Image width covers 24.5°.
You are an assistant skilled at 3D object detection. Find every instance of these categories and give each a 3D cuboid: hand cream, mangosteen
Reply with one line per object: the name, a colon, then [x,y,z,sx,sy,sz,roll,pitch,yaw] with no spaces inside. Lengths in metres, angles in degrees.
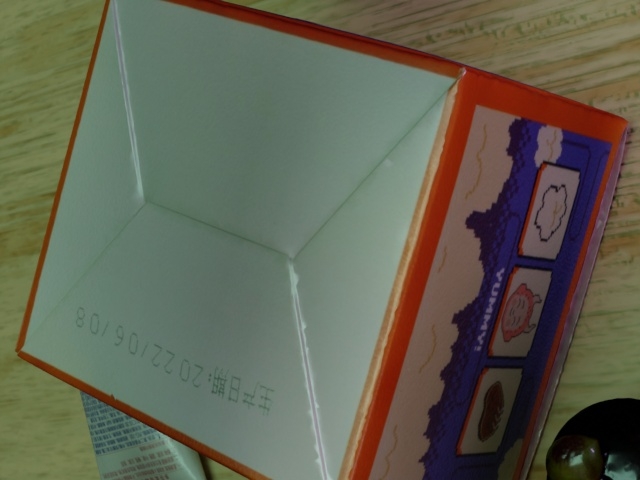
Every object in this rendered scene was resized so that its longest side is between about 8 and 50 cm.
hand cream: [-0.176,0.142,1.384,0.133,0.083,0.248,-17,86,36]
mangosteen: [0.204,0.179,1.020,0.137,0.151,0.137,13,106,52]

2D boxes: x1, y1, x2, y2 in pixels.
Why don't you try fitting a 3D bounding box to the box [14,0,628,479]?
box: [0.000,0.000,1.136,0.348,0.257,0.319,19,98,37]
